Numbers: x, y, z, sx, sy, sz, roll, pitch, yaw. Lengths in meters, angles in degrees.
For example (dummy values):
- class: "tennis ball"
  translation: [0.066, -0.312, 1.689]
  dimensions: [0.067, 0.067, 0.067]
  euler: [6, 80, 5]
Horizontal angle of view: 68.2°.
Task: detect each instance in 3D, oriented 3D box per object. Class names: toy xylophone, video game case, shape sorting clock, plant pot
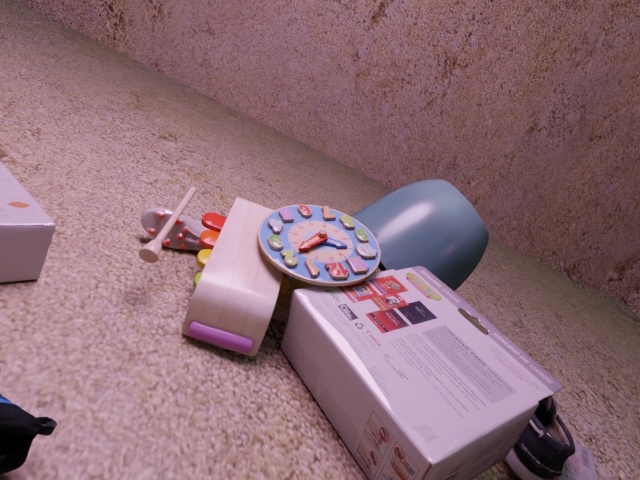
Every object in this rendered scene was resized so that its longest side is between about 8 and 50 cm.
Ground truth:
- class: "toy xylophone"
  translation: [-0.147, 0.024, 0.782]
  dimensions: [0.236, 0.081, 0.322]
  euler: [25, 36, -2]
- class: "video game case"
  translation: [0.404, 0.381, 0.842]
  dimensions: [0.184, 0.023, 0.201]
  euler: [34, 21, 15]
- class: "shape sorting clock"
  translation: [0.000, 0.000, 0.779]
  dimensions: [0.206, 0.040, 0.206]
  euler: [11, 40, -9]
- class: "plant pot"
  translation: [0.237, -0.003, 1.096]
  dimensions: [0.293, 0.235, 0.293]
  euler: [53, 2, -2]

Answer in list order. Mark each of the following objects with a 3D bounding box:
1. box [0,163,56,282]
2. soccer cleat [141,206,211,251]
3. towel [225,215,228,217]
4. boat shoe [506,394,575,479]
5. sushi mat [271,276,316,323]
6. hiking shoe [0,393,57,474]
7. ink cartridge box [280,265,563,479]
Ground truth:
- class: "box"
  translation: [-0.454, -0.027, 0.610]
  dimensions: [0.170, 0.091, 0.130]
  euler: [38, 21, 27]
- class: "soccer cleat"
  translation: [-0.251, -0.015, 0.907]
  dimensions: [0.196, 0.068, 0.076]
  euler: [24, 13, -34]
- class: "towel"
  translation: [-0.039, 0.008, 1.167]
  dimensions: [0.243, 0.040, 0.336]
  euler: [39, 22, 31]
- class: "boat shoe"
  translation: [0.376, 0.298, 0.836]
  dimensions: [0.114, 0.091, 0.302]
  euler: [28, 20, 0]
- class: "sushi mat"
  translation: [-0.015, 0.103, 0.871]
  dimensions: [0.317, 0.019, 0.151]
  euler: [22, 46, -6]
- class: "hiking shoe"
  translation: [-0.290, 0.177, 0.278]
  dimensions: [0.132, 0.113, 0.304]
  euler: [24, 19, -8]
- class: "ink cartridge box"
  translation: [0.137, 0.188, 0.701]
  dimensions: [0.272, 0.130, 0.309]
  euler: [-9, 38, -32]
